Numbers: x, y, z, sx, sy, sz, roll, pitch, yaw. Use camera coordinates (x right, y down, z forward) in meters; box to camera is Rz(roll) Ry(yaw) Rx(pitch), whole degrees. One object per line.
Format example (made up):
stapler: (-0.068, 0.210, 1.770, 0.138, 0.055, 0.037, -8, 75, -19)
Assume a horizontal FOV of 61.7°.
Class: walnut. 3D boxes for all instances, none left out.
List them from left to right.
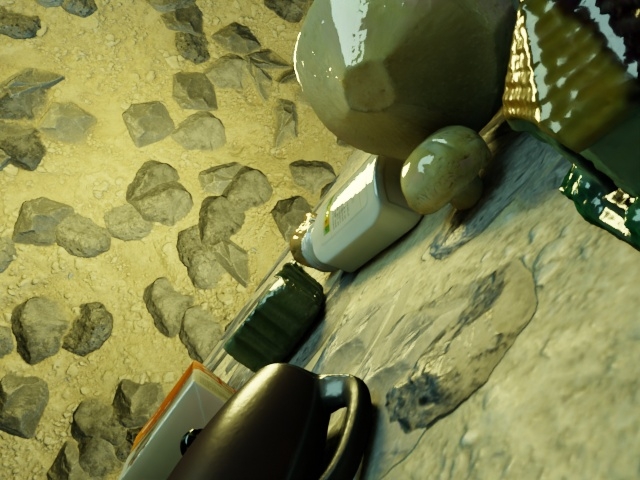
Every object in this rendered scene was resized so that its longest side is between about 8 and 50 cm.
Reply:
walnut: (0.000, 0.000, 1.306, 0.166, 0.149, 0.166, -24, 12, 5)

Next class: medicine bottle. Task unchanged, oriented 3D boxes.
medicine bottle: (0.075, -0.042, 1.072, 0.324, 0.124, 0.179, -41, 35, 52)

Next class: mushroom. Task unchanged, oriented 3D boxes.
mushroom: (0.177, -0.096, 0.761, 0.148, 0.112, 0.148, -50, 5, 6)

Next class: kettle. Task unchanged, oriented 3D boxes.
kettle: (-0.051, 0.227, 0.560, 0.202, 0.144, 0.232, -25, 18, 31)

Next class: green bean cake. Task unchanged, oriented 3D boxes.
green bean cake: (-0.092, 0.163, 1.164, 0.222, 0.125, 0.227, -54, 5, 8)

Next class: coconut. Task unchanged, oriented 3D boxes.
coconut: (0.134, -0.286, 0.857, 0.352, 0.352, 0.352, -51, 7, 9)

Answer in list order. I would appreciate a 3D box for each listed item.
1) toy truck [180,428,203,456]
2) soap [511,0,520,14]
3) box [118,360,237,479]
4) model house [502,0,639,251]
toy truck: (-0.150, 0.337, 0.670, 0.127, 0.127, 0.257, -39, 13, 34)
soap: (0.375, -0.270, 0.646, 0.159, 0.258, 0.302, -50, -36, 11)
box: (-0.272, 0.391, 1.099, 0.225, 0.143, 0.341, -54, 8, -13)
model house: (0.197, -0.147, 0.329, 0.230, 0.249, 0.280, -51, 7, 14)
